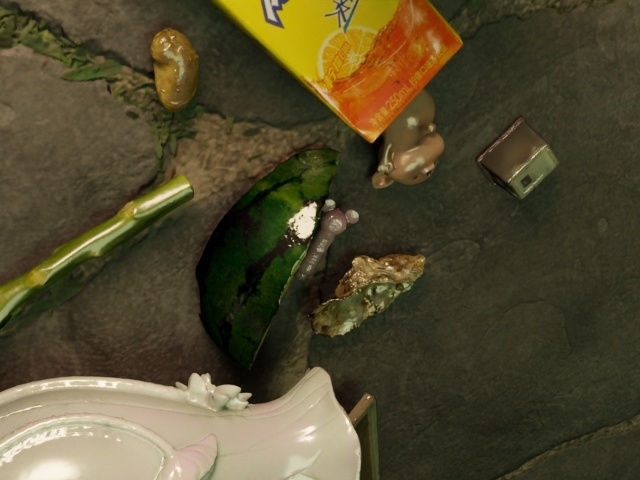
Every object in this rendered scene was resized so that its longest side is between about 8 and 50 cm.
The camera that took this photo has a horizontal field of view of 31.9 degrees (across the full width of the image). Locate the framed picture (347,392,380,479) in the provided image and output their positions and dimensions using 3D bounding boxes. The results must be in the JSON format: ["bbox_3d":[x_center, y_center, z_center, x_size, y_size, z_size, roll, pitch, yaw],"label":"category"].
[{"bbox_3d":[0.015,0.383,1.566,0.232,0.024,0.315,-46,148,-32],"label":"framed picture"}]

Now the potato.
[{"bbox_3d":[-0.143,-0.170,1.117,0.046,0.045,0.092,1,127,9],"label":"potato"}]

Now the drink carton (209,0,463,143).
[{"bbox_3d":[-0.021,-0.256,1.087,0.154,0.111,0.351,-47,135,5],"label":"drink carton"}]

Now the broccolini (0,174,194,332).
[{"bbox_3d":[-0.295,0.061,1.183,0.392,0.074,0.079,-33,93,-10],"label":"broccolini"}]

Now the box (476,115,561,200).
[{"bbox_3d":[0.254,-0.102,1.425,0.084,0.063,0.060,-44,134,1],"label":"box"}]

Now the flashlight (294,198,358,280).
[{"bbox_3d":[0.000,0.000,1.353,0.052,0.031,0.110,25,112,-18],"label":"flashlight"}]

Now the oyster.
[{"bbox_3d":[0.061,0.061,1.423,0.177,0.056,0.105,-29,146,-12],"label":"oyster"}]

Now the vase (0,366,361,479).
[{"bbox_3d":[-0.178,0.265,1.264,0.445,0.250,0.250,-6,126,-21],"label":"vase"}]

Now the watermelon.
[{"bbox_3d":[-0.062,0.035,1.297,0.129,0.123,0.301,-16,136,-52],"label":"watermelon"}]

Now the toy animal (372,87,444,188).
[{"bbox_3d":[0.102,-0.125,1.301,0.083,0.089,0.150,-4,131,-5],"label":"toy animal"}]
